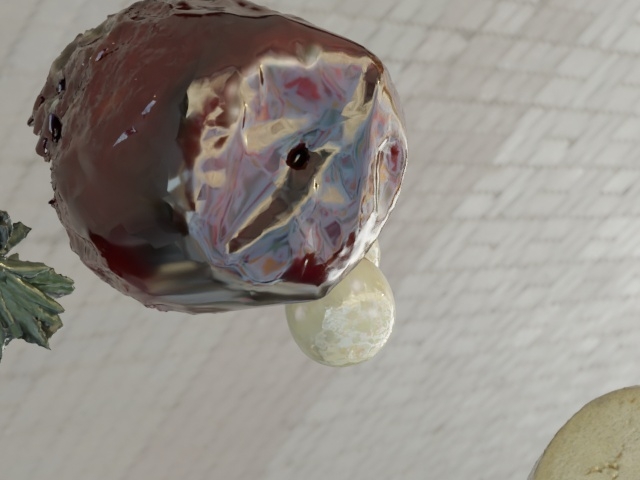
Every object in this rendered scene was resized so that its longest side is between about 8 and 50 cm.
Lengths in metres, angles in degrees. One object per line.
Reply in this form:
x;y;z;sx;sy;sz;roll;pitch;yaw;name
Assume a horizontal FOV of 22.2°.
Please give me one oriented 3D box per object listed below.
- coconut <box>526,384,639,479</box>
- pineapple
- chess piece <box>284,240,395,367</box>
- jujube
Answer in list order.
0.275;0.242;1.208;0.237;0.237;0.266;-43;127;3;coconut
-0.336;0.003;1.557;0.119;0.130;0.277;-10;144;11;pineapple
0.000;0.000;1.776;0.167;0.300;0.167;-12;141;-10;chess piece
-0.082;-0.071;1.205;0.258;0.376;0.258;-6;109;-17;jujube
